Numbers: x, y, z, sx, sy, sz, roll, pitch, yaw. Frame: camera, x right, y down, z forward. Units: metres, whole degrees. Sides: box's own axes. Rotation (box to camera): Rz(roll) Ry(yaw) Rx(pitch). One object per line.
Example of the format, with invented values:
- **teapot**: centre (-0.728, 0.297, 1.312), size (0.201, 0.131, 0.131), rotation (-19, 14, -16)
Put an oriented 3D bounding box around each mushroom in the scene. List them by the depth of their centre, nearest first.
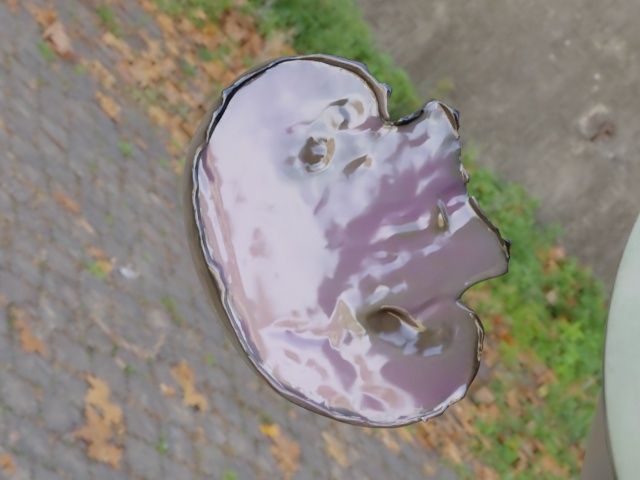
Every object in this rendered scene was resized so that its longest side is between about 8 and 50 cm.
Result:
- **mushroom**: centre (0.000, 0.000, 0.648), size (0.117, 0.141, 0.188), rotation (1, -65, 64)

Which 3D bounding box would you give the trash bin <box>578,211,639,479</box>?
- **trash bin**: centre (0.243, 0.100, 0.532), size (0.280, 0.280, 0.432), rotation (54, -8, 20)
